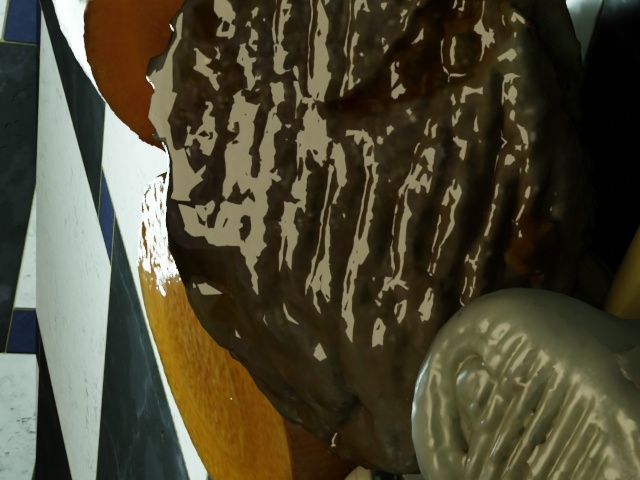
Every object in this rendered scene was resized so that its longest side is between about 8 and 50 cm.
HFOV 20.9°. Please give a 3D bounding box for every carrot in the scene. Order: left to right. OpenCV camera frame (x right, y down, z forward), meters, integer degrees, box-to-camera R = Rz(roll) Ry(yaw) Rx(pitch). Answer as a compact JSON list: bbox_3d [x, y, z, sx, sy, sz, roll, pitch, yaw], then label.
[{"bbox_3d":[-0.137,-0.223,1.500,0.214,0.193,0.331,49,-172,-30],"label":"carrot"},{"bbox_3d":[-0.045,0.079,1.303,0.258,0.100,0.307,24,134,54],"label":"carrot"}]

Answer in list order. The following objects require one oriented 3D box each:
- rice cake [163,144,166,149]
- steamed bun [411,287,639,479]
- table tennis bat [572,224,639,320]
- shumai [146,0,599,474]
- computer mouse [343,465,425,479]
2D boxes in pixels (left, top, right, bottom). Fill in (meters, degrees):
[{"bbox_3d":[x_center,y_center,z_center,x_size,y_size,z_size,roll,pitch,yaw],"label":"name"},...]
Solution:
[{"bbox_3d":[-0.044,-0.076,1.155,0.072,0.056,0.365,50,-170,-4],"label":"rice cake"},{"bbox_3d":[0.143,0.129,0.752,0.218,0.144,0.211,38,127,41],"label":"steamed bun"},{"bbox_3d":[0.143,0.077,0.907,0.321,0.050,0.198,109,157,-56],"label":"table tennis bat"},{"bbox_3d":[0.067,-0.057,0.936,0.283,0.217,0.346,-6,-87,-64],"label":"shumai"},{"bbox_3d":[0.047,0.257,1.219,0.145,0.082,0.236,-110,25,-44],"label":"computer mouse"}]
